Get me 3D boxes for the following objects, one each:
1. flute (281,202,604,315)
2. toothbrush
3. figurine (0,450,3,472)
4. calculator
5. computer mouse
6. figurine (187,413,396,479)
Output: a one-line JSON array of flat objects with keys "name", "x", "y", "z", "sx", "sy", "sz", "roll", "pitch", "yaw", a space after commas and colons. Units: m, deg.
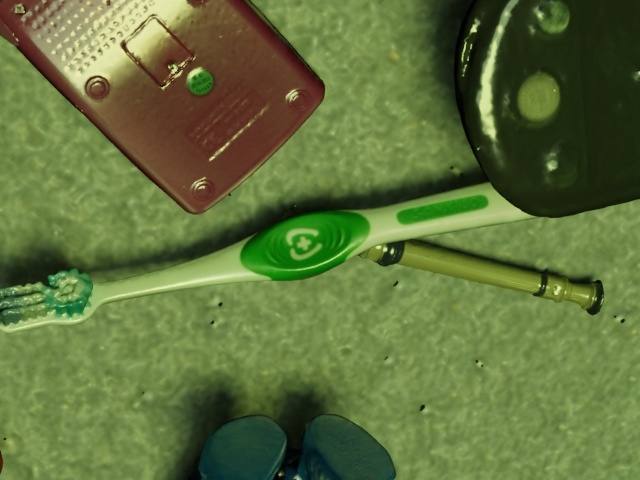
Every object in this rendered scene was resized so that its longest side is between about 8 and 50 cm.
[{"name": "flute", "x": 0.084, "y": 0.015, "z": 1.037, "sx": 0.233, "sy": 0.027, "sz": 0.027, "roll": 13, "pitch": 106, "yaw": -17}, {"name": "toothbrush", "x": -0.001, "y": 0.002, "z": 0.985, "sx": 0.418, "sy": 0.040, "sz": 0.042, "roll": -11, "pitch": 74, "yaw": -14}, {"name": "figurine", "x": -0.339, "y": 0.088, "z": 0.863, "sx": 0.211, "sy": 0.269, "sz": 0.261, "roll": 17, "pitch": 128, "yaw": 20}, {"name": "calculator", "x": -0.094, "y": -0.112, "z": 0.946, "sx": 0.126, "sy": 0.034, "sz": 0.190, "roll": -44, "pitch": 114, "yaw": 3}, {"name": "computer mouse", "x": 0.198, "y": -0.115, "z": 0.977, "sx": 0.269, "sy": 0.100, "sz": 0.170, "roll": -11, "pitch": 111, "yaw": -17}, {"name": "figurine", "x": -0.044, "y": 0.219, "z": 1.043, "sx": 0.164, "sy": 0.120, "sz": 0.262, "roll": 23, "pitch": 120, "yaw": -13}]
